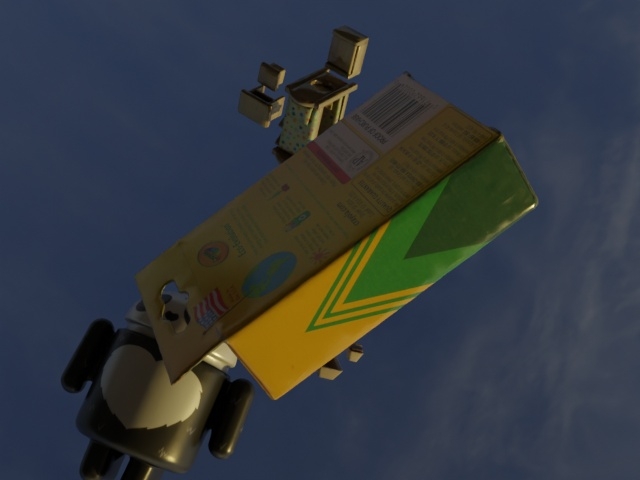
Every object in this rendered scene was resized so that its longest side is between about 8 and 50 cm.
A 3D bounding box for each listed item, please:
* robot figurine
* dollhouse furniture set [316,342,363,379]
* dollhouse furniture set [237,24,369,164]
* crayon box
[{"bbox_3d":[-0.221,0.205,1.290,0.209,0.173,0.278,31,-105,-31],"label":"robot figurine"},{"bbox_3d":[0.031,0.133,1.280,0.091,0.114,0.081,15,-76,-14],"label":"dollhouse furniture set"},{"bbox_3d":[-0.045,-0.216,1.308,0.161,0.182,0.101,32,-139,22],"label":"dollhouse furniture set"},{"bbox_3d":[0.000,0.000,0.825,0.318,0.081,0.202,-36,-150,0],"label":"crayon box"}]
